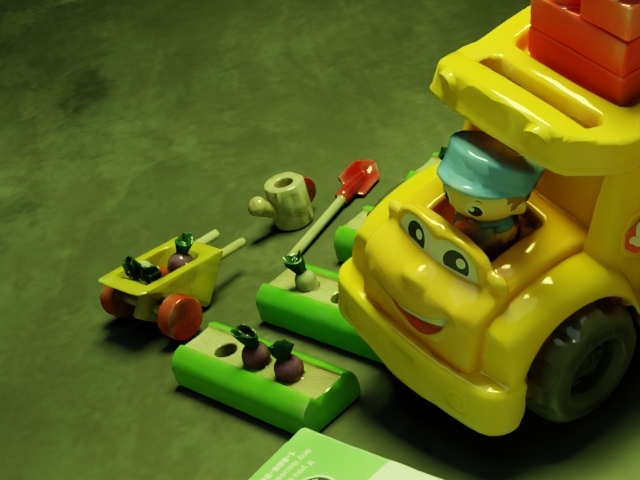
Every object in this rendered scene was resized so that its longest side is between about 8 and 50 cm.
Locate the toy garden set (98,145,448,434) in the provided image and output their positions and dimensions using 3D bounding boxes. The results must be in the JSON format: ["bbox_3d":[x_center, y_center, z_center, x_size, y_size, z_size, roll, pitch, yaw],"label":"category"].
[{"bbox_3d":[0.000,0.000,0.806,0.204,0.049,0.244,16,43,43],"label":"toy garden set"}]

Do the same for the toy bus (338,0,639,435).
[{"bbox_3d":[0.118,-0.046,0.641,0.220,0.211,0.149,-32,51,-23],"label":"toy bus"}]

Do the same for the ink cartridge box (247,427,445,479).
[{"bbox_3d":[0.033,0.168,0.463,0.212,0.093,0.154,16,43,40],"label":"ink cartridge box"}]
